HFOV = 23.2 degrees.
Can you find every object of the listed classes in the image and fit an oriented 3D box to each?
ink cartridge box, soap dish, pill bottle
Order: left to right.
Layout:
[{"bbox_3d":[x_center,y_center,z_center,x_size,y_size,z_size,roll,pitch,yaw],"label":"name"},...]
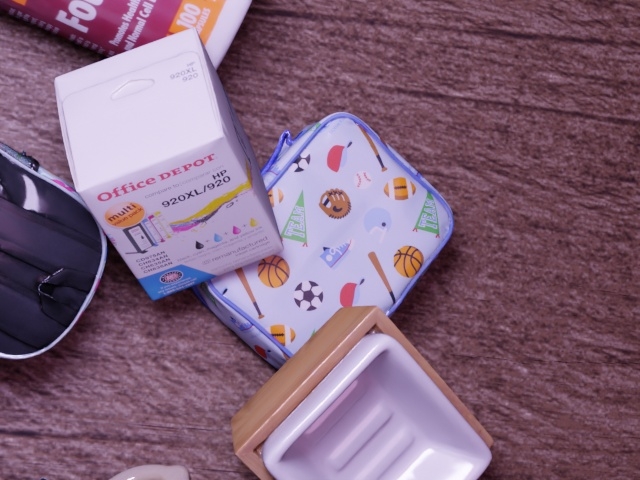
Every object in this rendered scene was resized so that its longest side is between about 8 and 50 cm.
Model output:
[{"bbox_3d":[-0.275,-0.343,1.774,0.392,0.224,0.224,23,78,-15],"label":"pill bottle"},{"bbox_3d":[-0.167,-0.082,1.732,0.171,0.232,0.168,-21,54,4],"label":"ink cartridge box"},{"bbox_3d":[0.048,0.230,1.817,0.229,0.118,0.291,-46,127,-7],"label":"soap dish"}]

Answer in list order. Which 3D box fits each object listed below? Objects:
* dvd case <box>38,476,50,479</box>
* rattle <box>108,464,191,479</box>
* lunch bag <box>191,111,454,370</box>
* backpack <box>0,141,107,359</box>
[{"bbox_3d":[-0.237,0.390,1.743,0.239,0.029,0.179,24,107,3],"label":"dvd case"},{"bbox_3d":[-0.232,0.346,1.822,0.200,0.142,0.130,-20,58,-4],"label":"rattle"},{"bbox_3d":[0.000,0.000,1.890,0.243,0.115,0.303,42,75,-7],"label":"lunch bag"},{"bbox_3d":[-0.369,0.004,1.718,0.254,0.191,0.225,28,91,-12],"label":"backpack"}]
